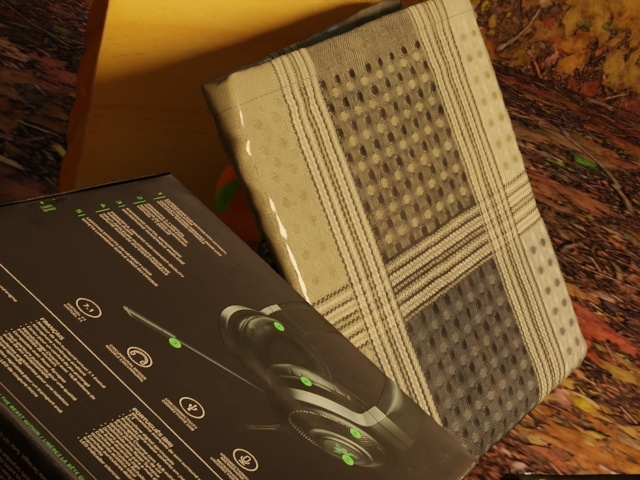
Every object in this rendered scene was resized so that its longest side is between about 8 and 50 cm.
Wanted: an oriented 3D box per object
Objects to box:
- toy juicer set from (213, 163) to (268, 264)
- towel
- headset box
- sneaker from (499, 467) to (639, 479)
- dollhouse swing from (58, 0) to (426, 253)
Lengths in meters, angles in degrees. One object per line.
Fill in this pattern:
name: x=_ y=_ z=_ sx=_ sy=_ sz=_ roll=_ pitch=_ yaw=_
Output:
toy juicer set: x=0.000 y=0.000 z=0.962 sx=0.089 sy=0.209 sz=0.329 roll=7 pitch=7 yaw=31
towel: x=0.062 y=-0.002 z=0.892 sx=0.056 sy=0.324 sz=0.312 roll=-12 pitch=12 yaw=40
headset box: x=-0.084 y=0.101 z=0.621 sx=0.246 sy=0.131 sz=0.283 roll=42 pitch=23 yaw=12
sneaker: x=0.203 y=0.187 z=0.815 sx=0.118 sy=0.083 sz=0.222 roll=9 pitch=-15 yaw=-20
dollhouse swing: x=-0.073 y=-0.142 z=1.053 sx=0.305 sy=0.347 sz=0.315 roll=5 pitch=25 yaw=-22
